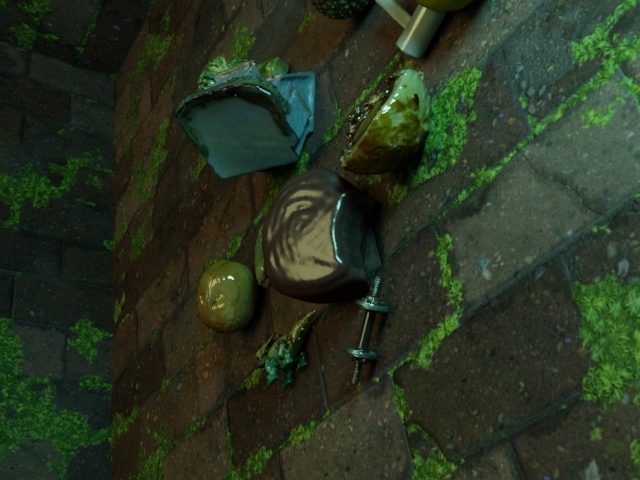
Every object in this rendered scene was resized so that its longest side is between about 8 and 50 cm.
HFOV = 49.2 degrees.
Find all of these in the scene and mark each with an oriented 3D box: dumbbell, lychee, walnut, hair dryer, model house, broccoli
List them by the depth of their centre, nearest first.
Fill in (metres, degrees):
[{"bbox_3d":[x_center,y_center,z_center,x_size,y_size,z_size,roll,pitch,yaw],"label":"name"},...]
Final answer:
[{"bbox_3d":[0.107,0.207,1.613,0.081,0.081,0.254,10,86,58],"label":"dumbbell"},{"bbox_3d":[0.210,-0.566,1.735,0.131,0.073,0.236,-61,43,30],"label":"hair dryer"},{"bbox_3d":[0.060,-0.743,1.904,0.255,0.255,0.275,43,133,54],"label":"lychee"},{"bbox_3d":[-0.182,-0.421,2.105,0.360,0.297,0.339,-11,38,35],"label":"model house"},{"bbox_3d":[-0.284,0.173,2.142,0.193,0.193,0.226,-4,84,56],"label":"walnut"},{"bbox_3d":[-0.262,-0.526,2.390,0.252,0.221,0.361,-43,29,-17],"label":"broccoli"}]

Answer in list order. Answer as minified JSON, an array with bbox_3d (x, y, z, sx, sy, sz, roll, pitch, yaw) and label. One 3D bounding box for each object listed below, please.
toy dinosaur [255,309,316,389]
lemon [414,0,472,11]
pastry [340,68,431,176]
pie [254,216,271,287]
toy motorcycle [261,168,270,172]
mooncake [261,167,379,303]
[{"bbox_3d":[-0.085,0.291,1.878,0.259,0.094,0.153,-43,48,28],"label":"toy dinosaur"},{"bbox_3d":[0.272,-0.639,1.558,0.233,0.233,0.288,-51,37,34],"label":"lemon"},{"bbox_3d":[0.165,-0.253,1.617,0.256,0.170,0.237,-42,21,41],"label":"pastry"},{"bbox_3d":[-0.140,0.007,2.031,0.201,0.089,0.248,132,150,-67],"label":"pie"},{"bbox_3d":[-0.193,-0.292,2.284,0.114,0.076,0.205,-59,35,37],"label":"toy motorcycle"},{"bbox_3d":[0.000,0.000,1.734,0.334,0.174,0.326,36,96,40],"label":"mooncake"}]
